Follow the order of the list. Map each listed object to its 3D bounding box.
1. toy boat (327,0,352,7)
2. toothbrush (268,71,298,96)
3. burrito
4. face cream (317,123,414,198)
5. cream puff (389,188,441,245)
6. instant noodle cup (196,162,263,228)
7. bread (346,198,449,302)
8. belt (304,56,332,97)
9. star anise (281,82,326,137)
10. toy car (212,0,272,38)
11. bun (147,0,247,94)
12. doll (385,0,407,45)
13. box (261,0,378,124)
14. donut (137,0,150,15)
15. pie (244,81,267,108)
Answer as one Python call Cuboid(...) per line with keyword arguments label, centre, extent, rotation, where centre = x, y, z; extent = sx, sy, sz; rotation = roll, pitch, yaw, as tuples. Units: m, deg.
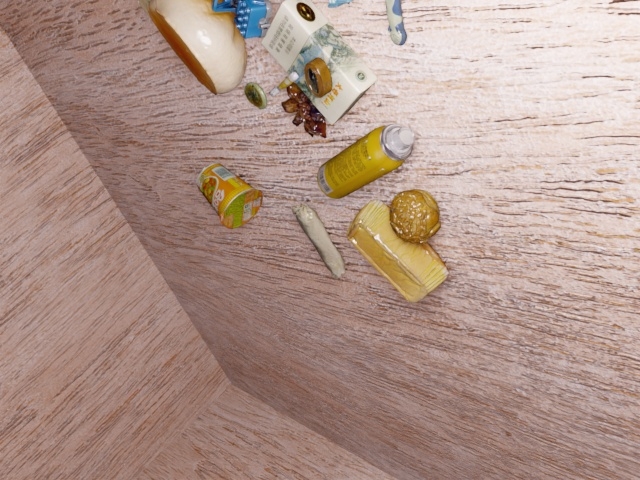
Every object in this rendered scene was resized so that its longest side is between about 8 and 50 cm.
Cuboid(label="toy boat", centre=(0.011, -0.504, 1.352), extent=(0.172, 0.069, 0.059), rotation=(15, 131, 39))
Cuboid(label="toothbrush", centre=(-0.092, -0.374, 1.619), extent=(0.021, 0.024, 0.288), rotation=(52, 173, -12))
Cuboid(label="burrito", centre=(0.000, 0.000, 2.053), extent=(0.275, 0.059, 0.082), rotation=(58, 158, -19))
Cuboid(label="face cream", centre=(0.110, -0.190, 1.587), extent=(0.105, 0.105, 0.348), rotation=(51, 153, -7))
Cuboid(label="cream puff", centre=(0.220, -0.054, 1.606), extent=(0.126, 0.103, 0.144), rotation=(31, 143, 32))
Cuboid(label="instant noodle cup", centre=(-0.310, -0.156, 2.204), extent=(0.185, 0.168, 0.168), rotation=(43, 154, 26))
Cuboid(label="bread", centre=(0.195, 0.029, 1.738), extent=(0.288, 0.119, 0.152), rotation=(45, 150, 2))
Cuboid(label="belt", centre=(-0.007, -0.354, 1.461), extent=(0.059, 0.036, 0.083), rotation=(25, 143, 40))
Cuboid(label="star anise", centre=(-0.036, -0.327, 1.675), extent=(0.168, 0.057, 0.168), rotation=(41, 149, 31))
Cuboid(label="toy car", centre=(-0.184, -0.541, 1.507), extent=(0.191, 0.100, 0.097), rotation=(62, 151, 22))
Cuboid(label="bun", centre=(-0.281, -0.513, 1.645), extent=(0.299, 0.165, 0.299), rotation=(47, 173, 8))
Cuboid(label="doll", centre=(0.143, -0.435, 1.297), extent=(0.037, 0.027, 0.125), rotation=(31, 149, 44))
Cuboid(label="box", centre=(-0.007, -0.406, 1.510), extent=(0.256, 0.069, 0.164), rotation=(49, 153, -2))
Cuboid(label="donut", centre=(-0.449, -0.664, 1.818), extent=(0.108, 0.065, 0.166), rotation=(8, 134, 52))
Cuboid(label="pie", centre=(-0.177, -0.394, 1.826), extent=(0.084, 0.021, 0.084), rotation=(34, 150, 23))
